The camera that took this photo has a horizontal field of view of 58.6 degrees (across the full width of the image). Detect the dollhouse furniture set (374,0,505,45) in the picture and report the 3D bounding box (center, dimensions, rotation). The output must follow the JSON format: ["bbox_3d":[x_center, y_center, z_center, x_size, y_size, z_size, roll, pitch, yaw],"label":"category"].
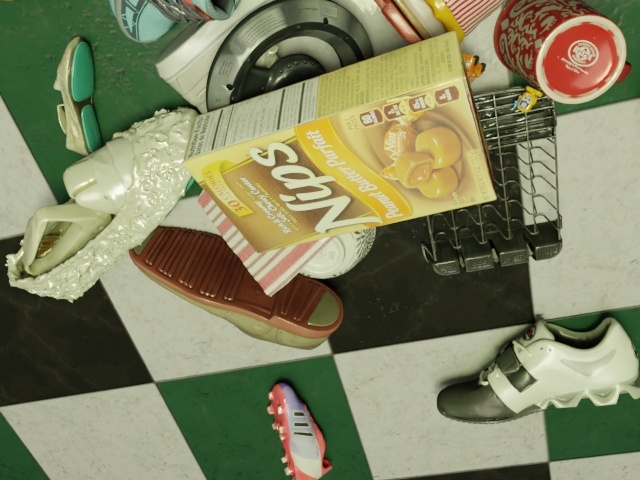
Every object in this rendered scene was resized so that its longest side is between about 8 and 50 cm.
[{"bbox_3d":[0.079,-0.383,0.594,0.201,0.152,0.374,-39,110,23],"label":"dollhouse furniture set"}]

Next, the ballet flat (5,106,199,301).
[{"bbox_3d":[-0.321,-0.038,0.811,0.147,0.147,0.409,39,119,-17],"label":"ballet flat"}]

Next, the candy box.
[{"bbox_3d":[0.026,-0.097,0.664,0.316,0.088,0.183,-13,139,20],"label":"candy box"}]

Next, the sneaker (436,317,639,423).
[{"bbox_3d":[0.344,0.206,0.950,0.330,0.122,0.146,-17,99,15],"label":"sneaker"}]

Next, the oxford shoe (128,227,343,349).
[{"bbox_3d":[-0.144,0.093,0.911,0.348,0.123,0.130,25,138,0],"label":"oxford shoe"}]

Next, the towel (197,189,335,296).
[{"bbox_3d":[-0.081,-0.037,0.830,0.144,0.029,0.197,-43,78,24],"label":"towel"}]

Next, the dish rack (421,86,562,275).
[{"bbox_3d":[0.235,-0.079,0.809,0.208,0.074,0.272,-11,117,9],"label":"dish rack"}]

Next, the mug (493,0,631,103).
[{"bbox_3d":[0.291,-0.229,0.657,0.150,0.169,0.113,-4,119,7],"label":"mug"}]

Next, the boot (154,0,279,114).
[{"bbox_3d":[-0.080,-0.257,0.729,0.258,0.095,0.123,-30,126,23],"label":"boot"}]

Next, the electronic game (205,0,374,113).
[{"bbox_3d":[-0.034,-0.192,0.724,0.229,0.048,0.229,-19,138,-18],"label":"electronic game"}]

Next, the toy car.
[{"bbox_3d":[0.209,-0.192,0.699,0.122,0.060,0.041,31,105,9],"label":"toy car"}]

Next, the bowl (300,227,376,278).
[{"bbox_3d":[0.000,0.000,0.865,0.169,0.080,0.170,2,121,4],"label":"bowl"}]

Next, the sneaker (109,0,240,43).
[{"bbox_3d":[-0.150,-0.289,0.630,0.261,0.104,0.125,-30,74,41],"label":"sneaker"}]

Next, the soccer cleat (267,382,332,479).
[{"bbox_3d":[-0.037,0.365,1.091,0.095,0.083,0.248,-18,116,-19],"label":"soccer cleat"}]

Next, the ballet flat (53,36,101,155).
[{"bbox_3d":[-0.346,-0.197,0.795,0.052,0.057,0.168,12,120,9],"label":"ballet flat"}]
